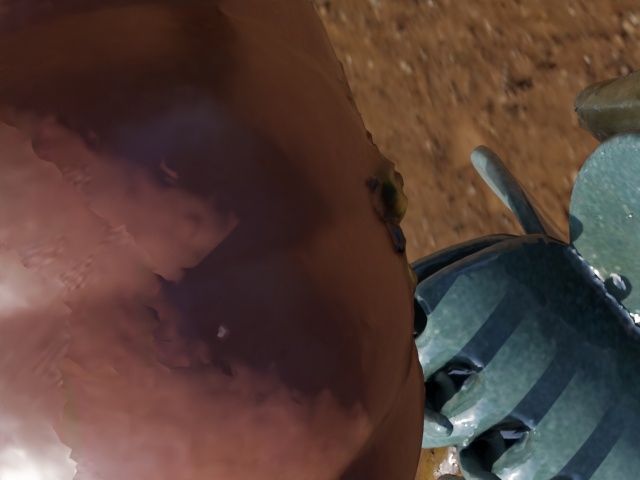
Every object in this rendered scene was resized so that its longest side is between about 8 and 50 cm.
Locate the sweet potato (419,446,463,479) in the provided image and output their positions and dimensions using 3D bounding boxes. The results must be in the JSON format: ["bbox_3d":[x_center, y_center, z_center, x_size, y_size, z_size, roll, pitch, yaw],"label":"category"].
[{"bbox_3d":[0.128,0.173,1.668,0.051,0.065,0.218,26,141,-2],"label":"sweet potato"}]

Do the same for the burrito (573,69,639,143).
[{"bbox_3d":[0.260,-0.107,1.504,0.045,0.188,0.058,-10,92,-28],"label":"burrito"}]

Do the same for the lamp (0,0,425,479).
[{"bbox_3d":[-0.093,0.018,0.708,0.240,0.305,0.305,-13,117,-7],"label":"lamp"}]

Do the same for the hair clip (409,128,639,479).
[{"bbox_3d":[0.190,0.110,1.462,0.238,0.392,0.318,-42,102,-10],"label":"hair clip"}]
